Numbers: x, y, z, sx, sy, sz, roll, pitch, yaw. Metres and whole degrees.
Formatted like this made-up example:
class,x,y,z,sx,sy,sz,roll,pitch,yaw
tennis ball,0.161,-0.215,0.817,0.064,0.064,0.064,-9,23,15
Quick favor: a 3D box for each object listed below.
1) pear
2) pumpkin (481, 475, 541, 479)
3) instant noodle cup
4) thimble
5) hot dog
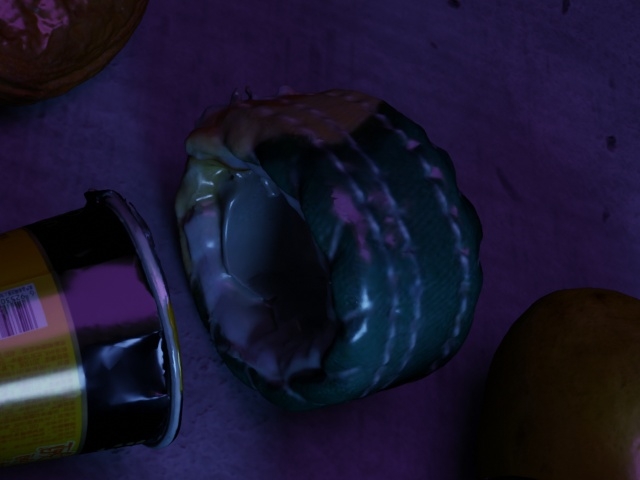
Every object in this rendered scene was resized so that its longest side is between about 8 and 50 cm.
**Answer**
class,x,y,z,sx,sy,sz,roll,pitch,yaw
pear,0.262,0.198,1.178,0.253,0.253,0.307,6,47,-27
pumpkin,0.164,0.331,0.998,0.320,0.320,0.192,52,39,7
instant noodle cup,-0.246,0.085,0.990,0.236,0.215,0.215,-13,69,-27
thimble,0.000,0.000,1.134,0.167,0.254,0.288,-16,70,-37
hot dog,-0.281,-0.225,1.201,0.196,0.122,0.272,41,54,1
